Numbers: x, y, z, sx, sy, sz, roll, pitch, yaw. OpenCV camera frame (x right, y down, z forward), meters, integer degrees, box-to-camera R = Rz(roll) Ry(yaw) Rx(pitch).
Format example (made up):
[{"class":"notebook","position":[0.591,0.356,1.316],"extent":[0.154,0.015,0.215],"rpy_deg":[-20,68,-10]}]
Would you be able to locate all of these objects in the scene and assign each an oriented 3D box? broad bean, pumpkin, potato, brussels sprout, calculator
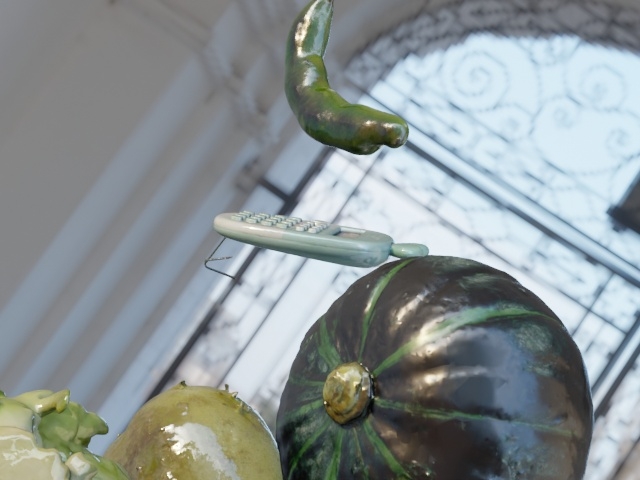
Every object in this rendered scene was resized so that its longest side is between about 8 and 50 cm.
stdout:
[{"class":"broad bean","position":[0.017,-0.189,1.865],"extent":[0.049,0.144,0.292],"rpy_deg":[25,39,-40]},{"class":"pumpkin","position":[0.089,0.163,1.419],"extent":[0.238,0.315,0.315],"rpy_deg":[18,5,-41]},{"class":"potato","position":[-0.144,0.354,1.935],"extent":[0.219,0.270,0.359],"rpy_deg":[14,41,-42]},{"class":"brussels sprout","position":[-0.306,0.312,1.533],"extent":[0.276,0.315,0.371],"rpy_deg":[57,-15,24]},{"class":"calculator","position":[0.000,0.000,2.203],"extent":[0.295,0.042,0.184],"rpy_deg":[10,7,8]}]

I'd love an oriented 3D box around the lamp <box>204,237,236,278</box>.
[{"class":"lamp","position":[-0.147,0.005,2.534],"extent":[0.054,0.041,0.121],"rpy_deg":[13,37,-3]}]
